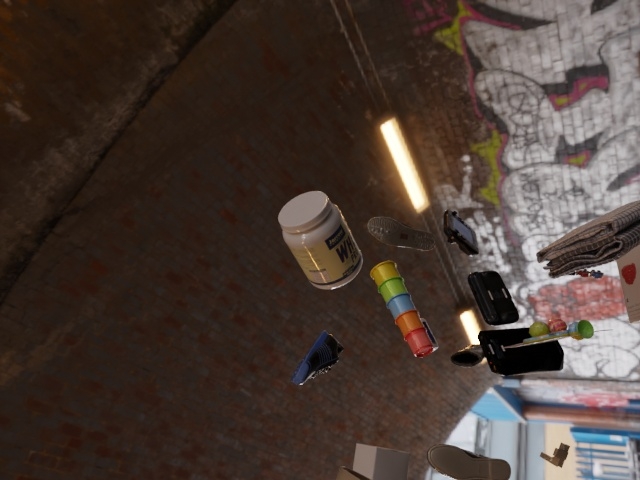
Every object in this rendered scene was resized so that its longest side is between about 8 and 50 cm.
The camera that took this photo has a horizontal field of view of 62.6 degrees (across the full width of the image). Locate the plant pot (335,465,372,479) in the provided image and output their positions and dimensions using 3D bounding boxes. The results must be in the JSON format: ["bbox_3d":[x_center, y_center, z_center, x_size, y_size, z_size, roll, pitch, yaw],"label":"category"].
[{"bbox_3d":[0.140,0.781,1.450,0.191,0.284,0.284,-61,-40,-17],"label":"plant pot"}]

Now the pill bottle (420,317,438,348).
[{"bbox_3d":[0.397,0.372,2.123,0.094,0.094,0.169,22,-141,-58],"label":"pill bottle"}]

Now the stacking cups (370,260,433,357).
[{"bbox_3d":[0.259,0.214,1.639,0.096,0.096,0.316,36,-156,-53],"label":"stacking cups"}]

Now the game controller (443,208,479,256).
[{"bbox_3d":[0.577,-0.035,2.164,0.067,0.166,0.319,-59,-1,23],"label":"game controller"}]

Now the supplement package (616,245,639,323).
[{"bbox_3d":[1.153,0.126,1.790,0.177,0.175,0.292,120,154,-64],"label":"supplement package"}]

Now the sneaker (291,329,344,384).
[{"bbox_3d":[-0.002,0.359,1.561,0.090,0.081,0.232,37,-143,4],"label":"sneaker"}]

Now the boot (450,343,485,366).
[{"bbox_3d":[0.542,0.373,1.749,0.208,0.190,0.076,23,-127,-63],"label":"boot"}]

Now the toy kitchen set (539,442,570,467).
[{"bbox_3d":[0.826,0.749,1.876,0.068,0.075,0.083,26,-94,-31],"label":"toy kitchen set"}]

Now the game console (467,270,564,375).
[{"bbox_3d":[0.543,0.225,1.531,0.044,0.213,0.361,97,168,-45],"label":"game console"}]

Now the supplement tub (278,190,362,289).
[{"bbox_3d":[0.000,0.000,1.987,0.324,0.236,0.235,61,-143,-34],"label":"supplement tub"}]

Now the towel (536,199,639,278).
[{"bbox_3d":[0.803,0.007,1.522,0.235,0.284,0.121,-23,-101,-32],"label":"towel"}]

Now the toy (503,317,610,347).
[{"bbox_3d":[0.551,0.215,1.255,0.237,0.137,0.056,136,128,-71],"label":"toy"}]

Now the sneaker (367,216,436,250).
[{"bbox_3d":[0.256,-0.014,1.706,0.118,0.222,0.083,40,-111,-86],"label":"sneaker"}]

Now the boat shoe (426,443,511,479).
[{"bbox_3d":[0.519,0.809,1.893,0.335,0.095,0.112,17,-116,-13],"label":"boat shoe"}]

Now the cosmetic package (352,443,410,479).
[{"bbox_3d":[0.237,1.049,2.179,0.197,0.155,0.365,23,-115,-26],"label":"cosmetic package"}]

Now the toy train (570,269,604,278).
[{"bbox_3d":[1.021,0.126,2.044,0.036,0.158,0.027,-81,-5,-59],"label":"toy train"}]
